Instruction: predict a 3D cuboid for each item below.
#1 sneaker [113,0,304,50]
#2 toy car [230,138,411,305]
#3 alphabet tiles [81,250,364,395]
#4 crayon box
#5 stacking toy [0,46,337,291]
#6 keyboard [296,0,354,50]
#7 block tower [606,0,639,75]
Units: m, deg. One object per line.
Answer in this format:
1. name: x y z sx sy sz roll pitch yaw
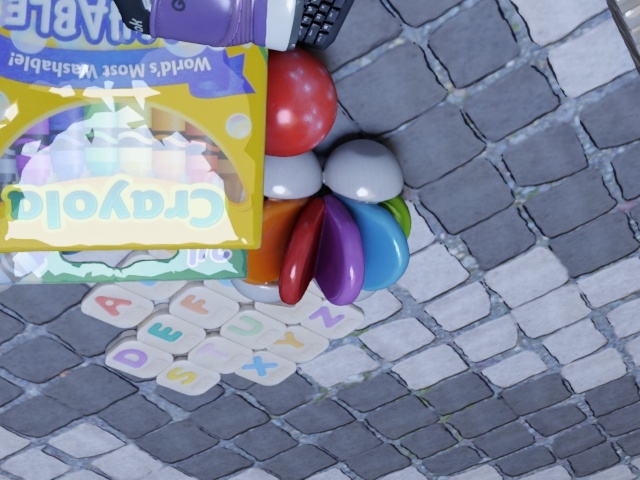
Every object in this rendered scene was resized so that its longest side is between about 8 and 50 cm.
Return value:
1. sneaker: -0.065 -0.249 0.475 0.124 0.107 0.284 3 100 -6
2. toy car: 0.000 0.000 0.794 0.181 0.136 0.159 1 123 -13
3. alphabet tiles: -0.099 0.081 0.964 0.284 0.021 0.278 -38 131 27
4. crayon box: -0.140 -0.107 0.601 0.203 0.083 0.323 -1 110 -11
5. stacking toy: -0.145 -0.073 0.722 0.330 0.141 0.141 -19 138 -1
6. keyboard: -0.005 -0.223 0.651 0.108 0.023 0.180 11 133 -22
7. block tower: 0.258 -0.207 0.673 0.097 0.091 0.335 -29 134 20
